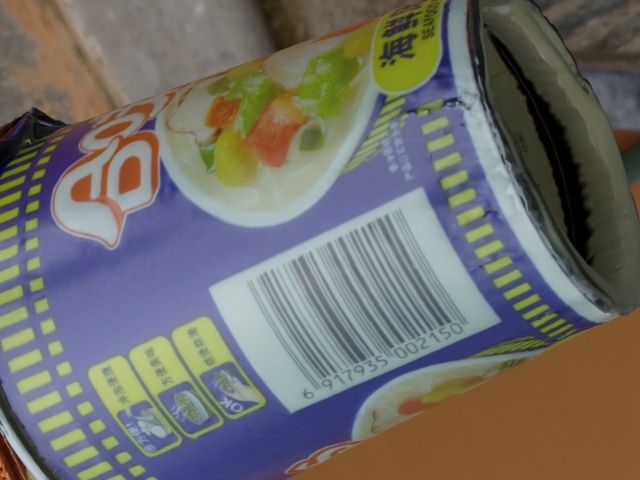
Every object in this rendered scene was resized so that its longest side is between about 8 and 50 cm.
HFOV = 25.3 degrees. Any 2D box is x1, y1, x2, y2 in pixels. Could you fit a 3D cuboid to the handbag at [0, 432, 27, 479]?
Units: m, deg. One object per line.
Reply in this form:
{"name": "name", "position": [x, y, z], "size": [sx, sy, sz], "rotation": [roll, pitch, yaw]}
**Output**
{"name": "handbag", "position": [-0.373, 0.233, 1.131], "size": [0.410, 0.303, 0.116], "rotation": [56, 171, 30]}

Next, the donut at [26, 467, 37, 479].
{"name": "donut", "position": [-0.135, 0.176, 1.008], "size": [0.217, 0.085, 0.141], "rotation": [39, 140, 32]}

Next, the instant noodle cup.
{"name": "instant noodle cup", "position": [0.000, 0.000, 0.805], "size": [0.312, 0.284, 0.284], "rotation": [-23, 100, 26]}
